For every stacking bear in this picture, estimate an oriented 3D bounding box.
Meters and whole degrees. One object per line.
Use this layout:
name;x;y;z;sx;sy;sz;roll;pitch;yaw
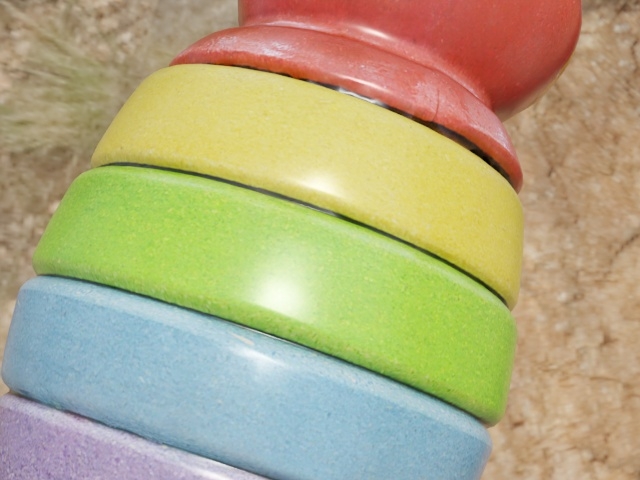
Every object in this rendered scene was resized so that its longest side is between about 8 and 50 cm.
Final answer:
stacking bear;0.000;0.000;0.387;0.175;0.164;0.289;-14;56;69
